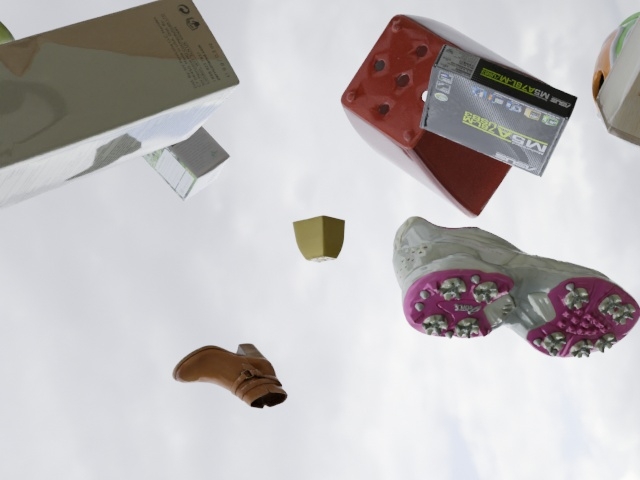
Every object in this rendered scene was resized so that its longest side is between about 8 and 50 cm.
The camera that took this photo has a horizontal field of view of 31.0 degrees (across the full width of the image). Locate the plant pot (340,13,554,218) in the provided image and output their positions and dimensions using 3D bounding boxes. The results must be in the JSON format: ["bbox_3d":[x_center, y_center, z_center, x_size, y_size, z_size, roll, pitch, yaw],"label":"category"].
[{"bbox_3d":[0.195,-0.236,1.962,0.267,0.267,0.236,39,-171,33],"label":"plant pot"}]

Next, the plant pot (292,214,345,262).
[{"bbox_3d":[0.000,0.000,2.347,0.081,0.081,0.083,11,-110,-54],"label":"plant pot"}]

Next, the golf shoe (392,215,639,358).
[{"bbox_3d":[0.212,0.041,1.243,0.306,0.115,0.140,13,-147,-29],"label":"golf shoe"}]

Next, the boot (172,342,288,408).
[{"bbox_3d":[-0.171,0.270,2.212,0.152,0.197,0.073,50,142,41],"label":"boot"}]

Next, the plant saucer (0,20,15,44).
[{"bbox_3d":[-0.550,-0.301,1.630,0.241,0.241,0.037,41,-119,-50],"label":"plant saucer"}]

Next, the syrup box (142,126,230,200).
[{"bbox_3d":[-0.292,-0.200,2.174,0.237,0.093,0.096,47,-126,6],"label":"syrup box"}]

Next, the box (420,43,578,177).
[{"bbox_3d":[0.236,-0.173,1.561,0.184,0.191,0.045,97,-162,-67],"label":"box"}]

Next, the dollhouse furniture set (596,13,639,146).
[{"bbox_3d":[0.593,-0.195,1.463,0.394,0.256,0.362,22,-157,-2],"label":"dollhouse furniture set"}]

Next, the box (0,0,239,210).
[{"bbox_3d":[-0.254,-0.138,1.182,0.311,0.148,0.121,-26,-96,-41],"label":"box"}]

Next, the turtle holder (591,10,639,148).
[{"bbox_3d":[0.600,-0.234,1.927,0.320,0.243,0.227,46,-130,1],"label":"turtle holder"}]
